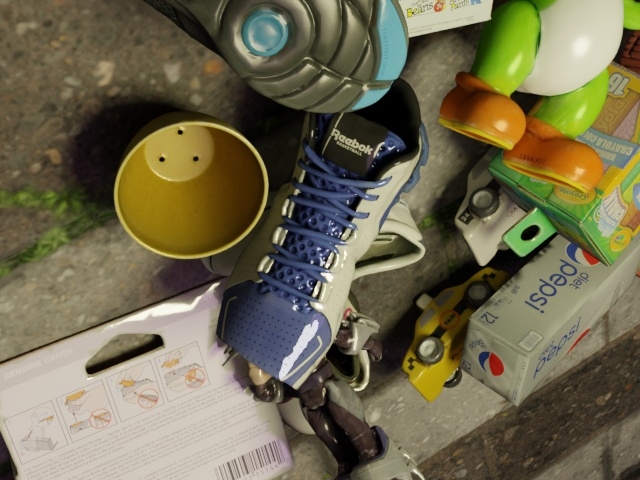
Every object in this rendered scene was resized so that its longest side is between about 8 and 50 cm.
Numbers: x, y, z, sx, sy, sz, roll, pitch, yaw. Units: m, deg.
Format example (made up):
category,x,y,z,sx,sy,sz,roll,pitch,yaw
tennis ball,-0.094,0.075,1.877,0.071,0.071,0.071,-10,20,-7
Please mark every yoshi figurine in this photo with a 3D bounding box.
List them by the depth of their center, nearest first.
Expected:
category,x,y,z,sx,sy,sz,roll,pitch,yaw
yoshi figurine,0.269,-0.232,0.833,0.362,0.203,0.203,-64,164,1

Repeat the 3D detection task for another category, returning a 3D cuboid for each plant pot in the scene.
category,x,y,z,sx,sy,sz,roll,pitch,yaw
plant pot,-0.123,-0.065,0.831,0.134,0.095,0.134,-8,123,-12

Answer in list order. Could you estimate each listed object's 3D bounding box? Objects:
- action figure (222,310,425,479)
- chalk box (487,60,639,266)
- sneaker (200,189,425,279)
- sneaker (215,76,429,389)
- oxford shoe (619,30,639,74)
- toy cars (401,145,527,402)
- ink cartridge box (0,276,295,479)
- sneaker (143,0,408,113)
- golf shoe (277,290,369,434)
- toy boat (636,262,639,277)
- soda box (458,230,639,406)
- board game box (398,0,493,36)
category,x,y,z,sx,sy,sz,roll,pitch,yaw
action figure,0.004,0.165,0.973,0.099,0.285,0.185,-27,174,-43
chalk box,0.278,-0.069,0.972,0.213,0.132,0.132,-53,144,3
sneaker,0.000,0.000,0.981,0.258,0.091,0.094,-11,130,-26
sneaker,0.002,-0.034,0.843,0.316,0.127,0.182,-60,169,-15
oxford shoe,0.423,-0.253,1.026,0.130,0.123,0.348,-40,145,-53
toy cars,0.192,0.019,1.139,0.176,0.087,0.394,-11,127,-43
ink cartridge box,-0.200,0.198,1.029,0.296,0.066,0.261,-21,108,-20
sneaker,-0.082,-0.212,0.662,0.340,0.140,0.125,27,109,-25
golf shoe,-0.002,0.158,1.093,0.105,0.120,0.273,-19,134,-22
toy boat,0.499,-0.038,1.283,0.231,0.151,0.151,-36,167,-4
soda box,0.297,0.075,1.149,0.286,0.091,0.098,-36,145,-34
board game box,0.057,-0.317,0.723,0.144,0.142,0.275,-16,132,-21
